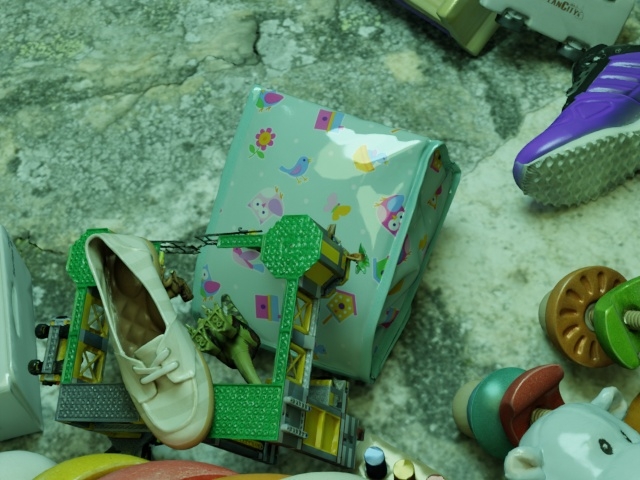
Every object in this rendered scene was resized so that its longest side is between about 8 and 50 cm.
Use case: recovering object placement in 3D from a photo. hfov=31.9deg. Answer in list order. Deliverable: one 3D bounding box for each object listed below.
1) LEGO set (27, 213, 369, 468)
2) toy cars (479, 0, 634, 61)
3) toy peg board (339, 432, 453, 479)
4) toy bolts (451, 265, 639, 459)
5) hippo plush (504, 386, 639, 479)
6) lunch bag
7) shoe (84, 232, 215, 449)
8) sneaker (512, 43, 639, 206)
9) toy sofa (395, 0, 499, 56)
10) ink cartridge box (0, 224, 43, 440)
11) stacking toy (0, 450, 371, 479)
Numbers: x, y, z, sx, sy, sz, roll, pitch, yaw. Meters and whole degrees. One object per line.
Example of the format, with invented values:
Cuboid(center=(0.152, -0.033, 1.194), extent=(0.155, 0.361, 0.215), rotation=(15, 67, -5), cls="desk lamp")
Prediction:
Cuboid(center=(-0.091, 0.109, 1.086), extent=(0.331, 0.192, 0.255), rotation=(-11, 67, 23), cls="LEGO set")
Cuboid(center=(0.370, -0.327, 1.358), extent=(0.393, 0.176, 0.087), rotation=(-20, 29, -7), cls="toy cars")
Cuboid(center=(0.066, 0.269, 1.041), extent=(0.160, 0.079, 0.161), rotation=(27, 64, 22), cls="toy peg board")
Cuboid(center=(0.245, 0.155, 1.093), extent=(0.228, 0.158, 0.218), rotation=(-27, 98, -22), cls="toy bolts")
Cuboid(center=(0.249, 0.239, 0.911), extent=(0.234, 0.237, 0.294), rotation=(-15, 18, -42), cls="hippo plush")
Cuboid(center=(0.000, 0.000, 1.173), extent=(0.223, 0.160, 0.262), rotation=(18, 88, 17), cls="lunch bag")
Cuboid(center=(-0.156, 0.083, 0.979), extent=(0.076, 0.058, 0.219), rotation=(-33, 60, 12), cls="shoe")
Cuboid(center=(0.321, -0.149, 1.280), extent=(0.293, 0.102, 0.146), rotation=(-26, 54, -16), cls="sneaker")
Cuboid(center=(0.104, -0.390, 1.446), extent=(0.362, 0.177, 0.150), rotation=(39, 94, 27), cls="toy sofa")
Cuboid(center=(-0.450, 0.122, 1.172), extent=(0.289, 0.121, 0.211), rotation=(-13, 58, -2), cls="ink cartridge box")
Cuboid(center=(-0.168, 0.286, 0.946), extent=(0.480, 0.351, 0.350), rotation=(20, 59, 45), cls="stacking toy")
